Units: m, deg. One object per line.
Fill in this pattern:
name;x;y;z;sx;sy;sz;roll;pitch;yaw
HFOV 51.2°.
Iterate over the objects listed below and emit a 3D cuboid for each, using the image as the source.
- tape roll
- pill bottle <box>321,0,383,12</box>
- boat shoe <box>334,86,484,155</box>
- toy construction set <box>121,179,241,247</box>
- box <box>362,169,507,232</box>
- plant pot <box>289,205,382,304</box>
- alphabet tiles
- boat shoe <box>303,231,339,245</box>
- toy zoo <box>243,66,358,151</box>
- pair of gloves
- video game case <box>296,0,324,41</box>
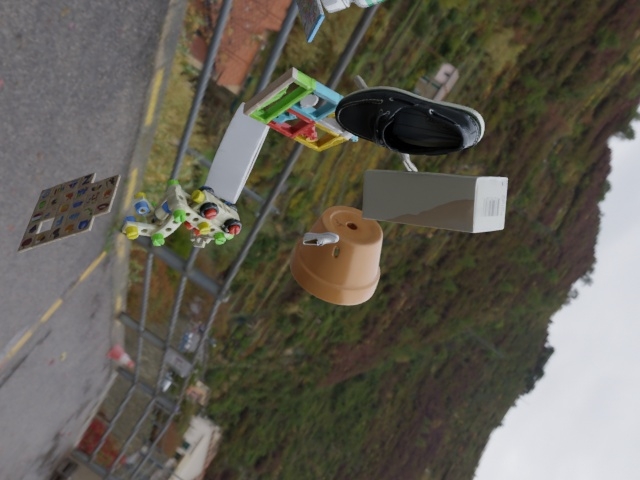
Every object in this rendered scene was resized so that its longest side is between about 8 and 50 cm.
tape roll;-0.240;-0.254;1.959;0.286;0.100;0.286;-156;-90;-83
pill bottle;0.168;-0.759;1.813;0.360;0.204;0.204;-14;-169;17
boat shoe;0.173;-0.246;1.447;0.113;0.339;0.127;-49;150;-49
toy construction set;-0.338;-0.048;1.739;0.215;0.151;0.327;-31;161;15
box;0.259;-0.098;1.557;0.148;0.311;0.121;-6;101;-46
plant pot;0.070;0.030;2.087;0.291;0.290;0.204;-52;167;-53
alphabet tiles;-0.567;-0.077;1.525;0.009;0.237;0.198;59;23;-43
boat shoe;0.000;0.000;1.814;0.035;0.100;0.035;79;19;-46
toy zoo;-0.016;-0.304;1.639;0.192;0.293;0.030;-25;-126;42
pair of gloves;0.175;-0.299;1.711;0.042;0.240;0.204;-31;-140;13
video game case;-0.033;-0.723;2.084;0.015;0.166;0.119;-3;157;-26
